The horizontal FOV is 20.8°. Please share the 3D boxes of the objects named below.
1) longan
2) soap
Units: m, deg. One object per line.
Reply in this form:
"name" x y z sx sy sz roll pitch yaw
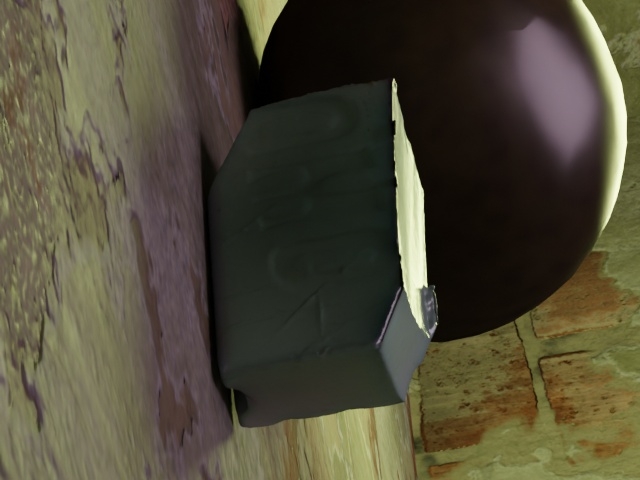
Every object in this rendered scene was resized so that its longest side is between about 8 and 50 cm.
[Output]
"longan" 0.113 -0.101 1.632 0.404 0.336 0.404 -24 121 -49
"soap" 0.000 0.000 1.176 0.091 0.145 0.230 73 9 -55
